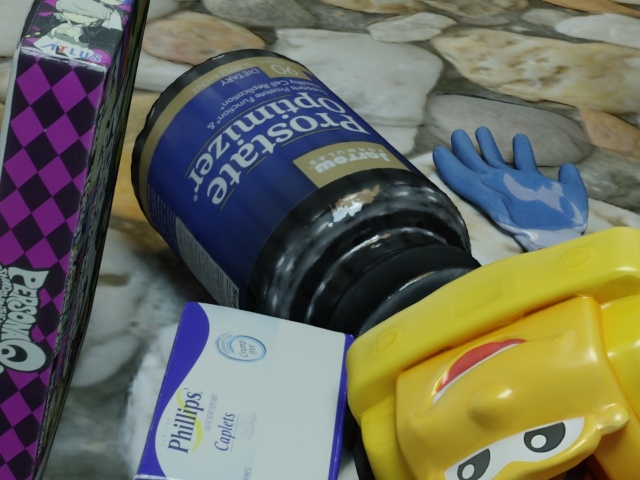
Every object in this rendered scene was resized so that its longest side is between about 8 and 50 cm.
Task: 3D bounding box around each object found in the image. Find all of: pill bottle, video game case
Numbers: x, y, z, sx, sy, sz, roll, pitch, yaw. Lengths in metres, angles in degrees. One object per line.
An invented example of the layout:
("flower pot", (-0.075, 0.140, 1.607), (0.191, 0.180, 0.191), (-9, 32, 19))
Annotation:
("pill bottle", (0.000, 0.000, 0.993), (0.123, 0.122, 0.219), (-7, 32, -30))
("video game case", (-0.116, -0.018, 0.869), (0.042, 0.232, 0.210), (12, 27, -4))

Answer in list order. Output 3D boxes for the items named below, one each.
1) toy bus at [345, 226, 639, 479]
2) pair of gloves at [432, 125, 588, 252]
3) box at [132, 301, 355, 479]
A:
("toy bus", (0.103, 0.140, 0.672), (0.149, 0.220, 0.211), (-24, 27, 22))
("pair of gloves", (0.077, -0.028, 1.181), (0.198, 0.023, 0.159), (3, 29, -18))
("box", (-0.037, 0.116, 0.748), (0.072, 0.137, 0.126), (11, 28, -1))
